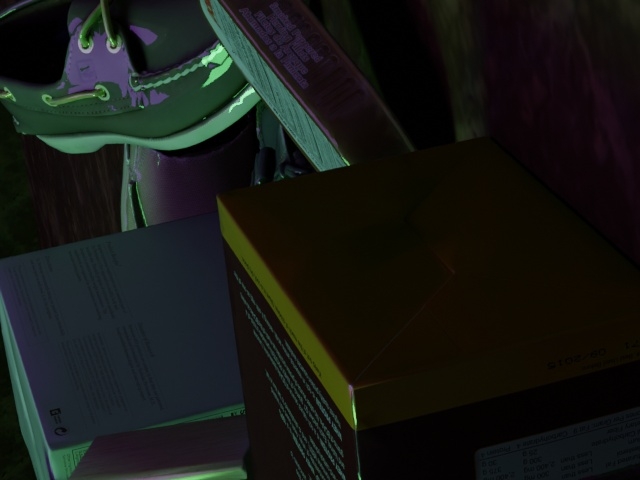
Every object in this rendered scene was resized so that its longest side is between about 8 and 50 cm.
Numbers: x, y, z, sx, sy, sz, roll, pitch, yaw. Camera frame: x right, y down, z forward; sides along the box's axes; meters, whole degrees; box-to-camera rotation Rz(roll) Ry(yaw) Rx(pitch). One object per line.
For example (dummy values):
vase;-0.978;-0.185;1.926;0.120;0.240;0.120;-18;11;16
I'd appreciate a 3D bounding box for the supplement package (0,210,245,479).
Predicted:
supplement package;-0.082;0.100;1.224;0.194;0.203;0.149;-118;20;-51

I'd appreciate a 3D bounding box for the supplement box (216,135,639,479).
supplement box;0.051;0.087;0.817;0.191;0.129;0.194;-129;29;-61

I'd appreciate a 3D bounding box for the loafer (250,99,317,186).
loafer;0.000;0.000;1.044;0.267;0.084;0.096;-118;20;-48

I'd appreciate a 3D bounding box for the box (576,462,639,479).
box;0.086;0.180;0.409;0.279;0.290;0.177;96;157;-56

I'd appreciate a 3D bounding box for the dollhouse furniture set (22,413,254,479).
dollhouse furniture set;-0.111;0.265;0.946;0.174;0.303;0.355;63;-146;-24

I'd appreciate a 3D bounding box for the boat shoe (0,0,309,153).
boat shoe;-0.122;-0.119;1.207;0.305;0.091;0.109;-7;56;54

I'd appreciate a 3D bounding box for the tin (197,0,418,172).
tin;-0.007;-0.078;0.976;0.189;0.040;0.106;52;169;23

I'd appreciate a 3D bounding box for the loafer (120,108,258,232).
loafer;-0.089;-0.047;1.335;0.092;0.102;0.268;-158;58;-78
